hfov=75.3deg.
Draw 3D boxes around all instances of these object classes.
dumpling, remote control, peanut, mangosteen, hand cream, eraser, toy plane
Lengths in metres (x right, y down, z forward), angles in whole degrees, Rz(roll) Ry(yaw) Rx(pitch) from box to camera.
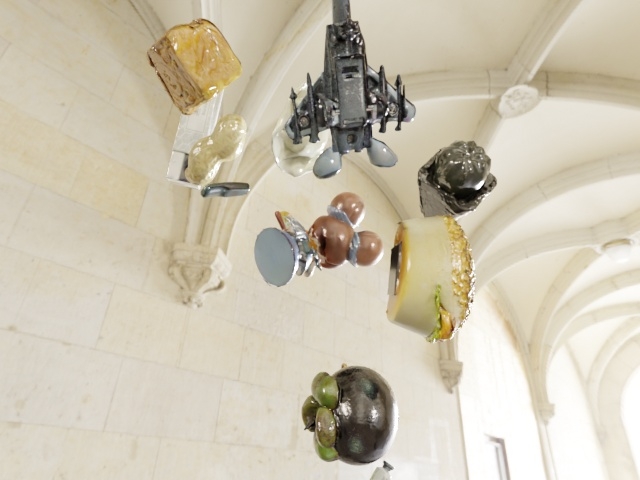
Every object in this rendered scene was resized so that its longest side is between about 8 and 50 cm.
[{"bbox_3d":[-0.085,-0.378,1.441,0.243,0.187,0.318,-33,-48,-21],"label":"dumpling"},{"bbox_3d":[-0.387,-0.207,1.705,0.222,0.042,0.072,-11,-27,-43],"label":"remote control"},{"bbox_3d":[-0.231,-0.197,0.913,0.187,0.082,0.082,-41,-43,10],"label":"peanut"},{"bbox_3d":[0.072,0.412,0.987,0.243,0.243,0.243,2,-30,1],"label":"mangosteen"},{"bbox_3d":[0.110,0.611,0.970,0.042,0.194,0.067,13,-30,51],"label":"hand cream"},{"bbox_3d":[-0.374,-0.366,1.275,0.096,0.404,0.098,13,-6,-9],"label":"eraser"},{"bbox_3d":[0.034,-0.199,0.494,0.169,0.078,0.246,-9,-55,-5],"label":"toy plane"}]

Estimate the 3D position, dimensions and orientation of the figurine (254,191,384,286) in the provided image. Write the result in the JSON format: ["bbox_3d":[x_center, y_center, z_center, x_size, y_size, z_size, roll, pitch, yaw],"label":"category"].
[{"bbox_3d":[-0.001,-0.001,1.380,0.388,0.276,0.248,-11,-14,-47],"label":"figurine"}]

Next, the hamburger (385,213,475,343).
[{"bbox_3d":[0.253,0.084,0.954,0.179,0.294,0.276,6,-10,2],"label":"hamburger"}]

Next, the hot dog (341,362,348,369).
[{"bbox_3d":[0.076,0.431,1.312,0.021,0.083,0.037,5,4,-22],"label":"hot dog"}]

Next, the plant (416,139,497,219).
[{"bbox_3d":[0.323,-0.138,1.006,0.164,0.142,0.256,43,-19,15],"label":"plant"}]

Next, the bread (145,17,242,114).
[{"bbox_3d":[-0.279,-0.381,0.908,0.149,0.143,0.158,-12,-59,47],"label":"bread"}]
